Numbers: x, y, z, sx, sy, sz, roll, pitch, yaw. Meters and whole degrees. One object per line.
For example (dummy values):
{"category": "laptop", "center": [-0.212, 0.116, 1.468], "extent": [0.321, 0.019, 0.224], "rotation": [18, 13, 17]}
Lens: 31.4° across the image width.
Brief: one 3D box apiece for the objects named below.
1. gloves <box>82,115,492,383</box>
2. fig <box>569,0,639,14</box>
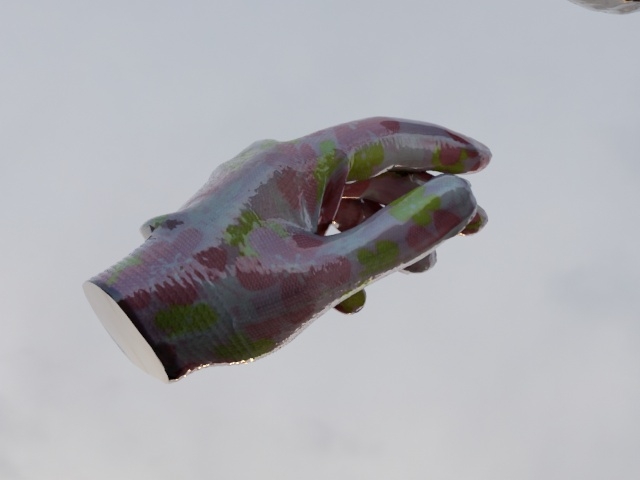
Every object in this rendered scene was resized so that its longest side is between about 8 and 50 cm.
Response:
{"category": "gloves", "center": [-0.008, -0.009, 0.654], "extent": [0.126, 0.241, 0.145], "rotation": [50, -20, 9]}
{"category": "fig", "center": [0.206, -0.242, 0.643], "extent": [0.217, 0.217, 0.321], "rotation": [29, 0, -14]}
